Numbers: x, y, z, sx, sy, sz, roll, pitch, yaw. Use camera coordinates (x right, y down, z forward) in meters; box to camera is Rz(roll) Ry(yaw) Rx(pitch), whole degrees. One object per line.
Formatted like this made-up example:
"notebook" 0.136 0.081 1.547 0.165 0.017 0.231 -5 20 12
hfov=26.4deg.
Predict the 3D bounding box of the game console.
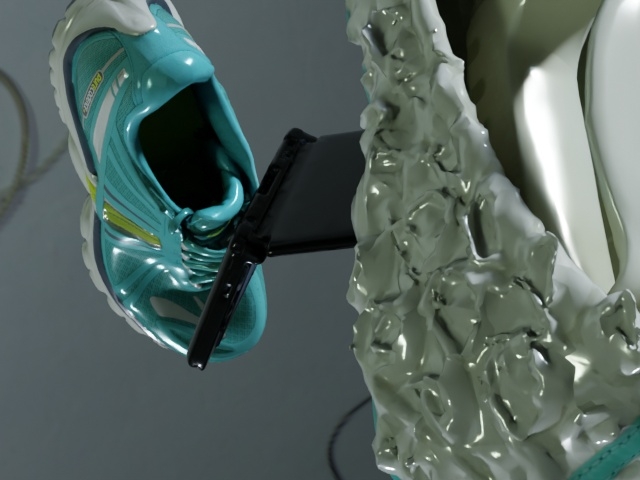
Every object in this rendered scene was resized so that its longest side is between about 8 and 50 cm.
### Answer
"game console" 0.000 0.000 0.612 0.071 0.122 0.107 23 119 0

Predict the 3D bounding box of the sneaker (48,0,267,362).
"sneaker" -0.082 -0.017 0.789 0.107 0.110 0.275 -33 138 -18

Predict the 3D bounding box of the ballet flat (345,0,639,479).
"ballet flat" 0.084 -0.089 0.506 0.147 0.408 0.147 -3 149 -2
